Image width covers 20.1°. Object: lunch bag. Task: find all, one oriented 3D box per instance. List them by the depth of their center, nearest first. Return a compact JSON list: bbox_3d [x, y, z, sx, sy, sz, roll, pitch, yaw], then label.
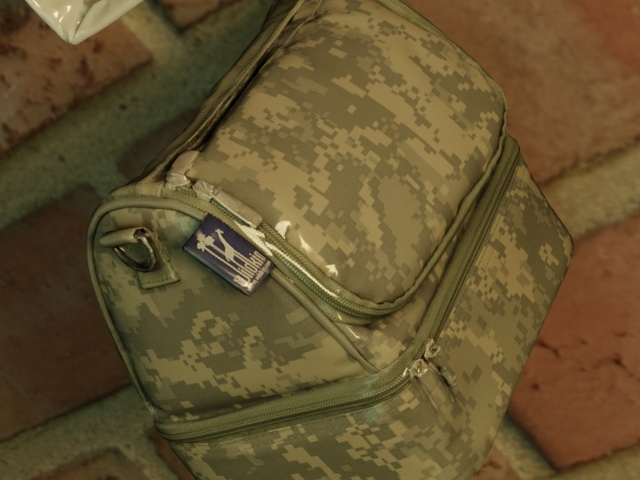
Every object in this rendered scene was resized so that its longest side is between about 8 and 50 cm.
[{"bbox_3d":[0.000,0.000,1.143,0.212,0.305,0.256,-16,117,36],"label":"lunch bag"}]

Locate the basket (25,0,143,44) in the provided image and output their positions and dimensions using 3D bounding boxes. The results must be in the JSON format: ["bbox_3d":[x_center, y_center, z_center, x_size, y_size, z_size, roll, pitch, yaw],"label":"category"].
[{"bbox_3d":[-0.161,-0.234,1.176,0.113,0.103,0.167,-30,109,29],"label":"basket"}]
